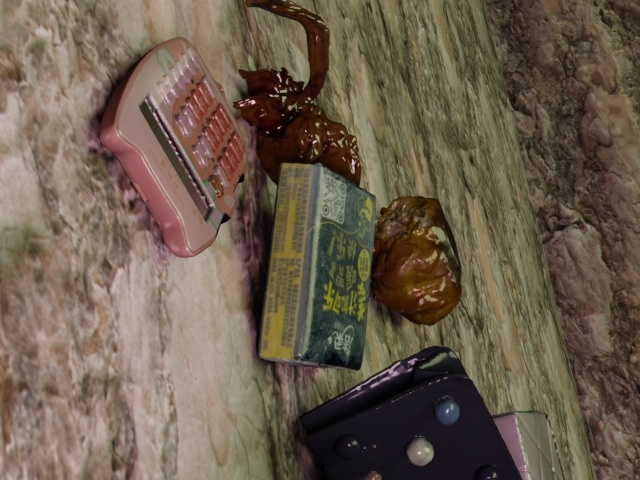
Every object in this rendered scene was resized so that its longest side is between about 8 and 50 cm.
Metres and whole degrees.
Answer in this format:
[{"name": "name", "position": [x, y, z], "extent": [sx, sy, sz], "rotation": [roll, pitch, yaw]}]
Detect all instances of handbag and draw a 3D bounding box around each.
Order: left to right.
[{"name": "handbag", "position": [0.124, 0.326, 1.192], "extent": [0.326, 0.269, 0.118], "rotation": [61, 3, -23]}]

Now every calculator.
[{"name": "calculator", "position": [-0.165, -0.122, 1.092], "extent": [0.220, 0.048, 0.330], "rotation": [61, 23, -22]}]

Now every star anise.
[{"name": "star anise", "position": [-0.041, -0.195, 1.293], "extent": [0.237, 0.148, 0.346], "rotation": [-82, 160, -52]}]

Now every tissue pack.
[{"name": "tissue pack", "position": [0.003, 0.041, 1.213], "extent": [0.185, 0.081, 0.257], "rotation": [23, 71, -59]}]

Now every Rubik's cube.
[{"name": "Rubik's cube", "position": [0.259, 0.402, 1.438], "extent": [0.231, 0.224, 0.221], "rotation": [23, 53, -61]}]

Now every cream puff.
[{"name": "cream puff", "position": [0.175, 0.034, 1.610], "extent": [0.269, 0.154, 0.241], "rotation": [-1, 75, -69]}]
